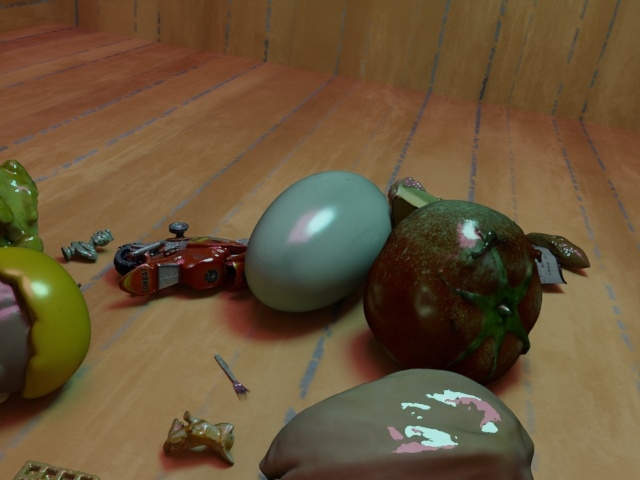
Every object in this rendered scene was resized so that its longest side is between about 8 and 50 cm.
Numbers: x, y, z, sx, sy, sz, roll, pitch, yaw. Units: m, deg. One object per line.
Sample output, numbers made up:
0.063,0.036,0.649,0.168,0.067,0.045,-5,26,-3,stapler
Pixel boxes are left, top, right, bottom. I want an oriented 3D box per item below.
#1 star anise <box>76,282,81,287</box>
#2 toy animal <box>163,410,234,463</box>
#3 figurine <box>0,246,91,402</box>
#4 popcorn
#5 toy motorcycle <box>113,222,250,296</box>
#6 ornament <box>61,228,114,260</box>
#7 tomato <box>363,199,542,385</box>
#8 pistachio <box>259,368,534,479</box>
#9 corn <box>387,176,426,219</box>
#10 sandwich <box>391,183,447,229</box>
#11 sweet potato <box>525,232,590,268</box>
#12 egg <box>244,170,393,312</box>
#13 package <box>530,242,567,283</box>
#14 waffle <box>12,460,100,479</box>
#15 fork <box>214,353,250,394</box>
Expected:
-0.437,0.107,1.033,0.124,0.056,0.129,23,45,22,star anise
-0.153,0.263,0.834,0.083,0.081,0.060,37,5,-27,toy animal
-0.471,0.146,0.830,0.343,0.215,0.187,-32,1,-38,figurine
-0.602,-0.027,1.065,0.250,0.235,0.242,10,19,-37,popcorn
-0.230,0.038,1.194,0.298,0.089,0.171,-4,30,-23,toy motorcycle
-0.452,0.013,1.239,0.068,0.041,0.092,11,36,18,ornament
0.211,0.087,1.059,0.303,0.304,0.239,-14,19,-37,tomato
0.083,0.261,0.742,0.331,0.208,0.226,-9,-16,-2,pistachio
0.220,-0.050,1.478,0.126,0.127,0.335,6,22,-4,corn
0.202,0.014,1.255,0.220,0.186,0.108,30,30,-4,sandwich
0.550,0.015,1.504,0.068,0.060,0.206,29,1,-34,sweet potato
0.000,0.000,1.183,0.230,0.230,0.371,20,33,22,egg
0.406,0.029,1.433,0.203,0.062,0.251,2,23,-14,package
-0.311,0.311,0.687,0.102,0.042,0.148,12,27,7,waffle
-0.137,0.206,0.982,0.016,0.012,0.115,-6,25,-34,fork
